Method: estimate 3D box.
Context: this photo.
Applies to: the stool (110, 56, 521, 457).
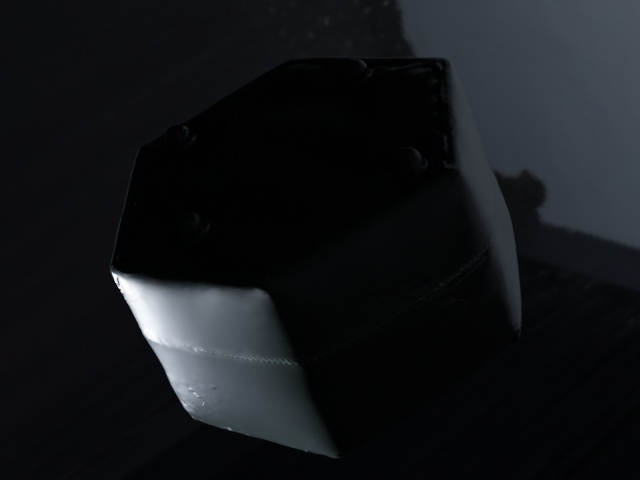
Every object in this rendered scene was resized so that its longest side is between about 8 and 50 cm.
[{"bbox_3d":[0.000,0.000,0.740,0.232,0.232,0.141,30,151,49],"label":"stool"}]
